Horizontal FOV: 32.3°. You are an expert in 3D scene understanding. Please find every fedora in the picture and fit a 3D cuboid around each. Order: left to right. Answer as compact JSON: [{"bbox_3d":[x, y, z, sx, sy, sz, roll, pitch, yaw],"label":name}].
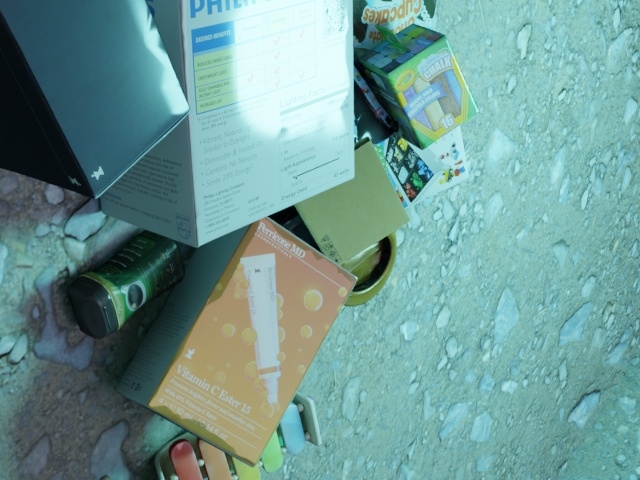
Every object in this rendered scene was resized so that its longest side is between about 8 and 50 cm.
[{"bbox_3d":[0.064,0.032,2.131,0.194,0.079,0.194,-23,124,-39],"label":"fedora"}]

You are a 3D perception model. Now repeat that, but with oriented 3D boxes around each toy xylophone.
[{"bbox_3d":[-0.158,0.346,1.917,0.323,0.081,0.236,-33,129,-17],"label":"toy xylophone"}]

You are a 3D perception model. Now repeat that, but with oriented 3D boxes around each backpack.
[{"bbox_3d":[0.030,-0.229,1.944,0.158,0.117,0.173,-35,101,-42],"label":"backpack"}]

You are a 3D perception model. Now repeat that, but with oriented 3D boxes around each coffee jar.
[{"bbox_3d":[-0.295,0.065,1.670,0.184,0.079,0.096,-40,135,-38],"label":"coffee jar"}]

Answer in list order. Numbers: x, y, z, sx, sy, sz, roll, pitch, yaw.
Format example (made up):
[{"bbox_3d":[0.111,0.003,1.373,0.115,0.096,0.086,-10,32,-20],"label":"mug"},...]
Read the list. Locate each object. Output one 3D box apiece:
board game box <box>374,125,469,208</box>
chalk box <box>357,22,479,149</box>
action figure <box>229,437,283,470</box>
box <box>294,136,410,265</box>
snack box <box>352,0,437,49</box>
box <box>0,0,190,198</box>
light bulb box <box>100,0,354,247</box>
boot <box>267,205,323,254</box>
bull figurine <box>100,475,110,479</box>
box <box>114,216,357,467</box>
[{"bbox_3d":[0.174,-0.210,2.132,0.193,0.053,0.305,-26,129,-12],"label":"board game box"},{"bbox_3d":[0.163,-0.294,1.955,0.132,0.132,0.213,-33,121,-8],"label":"chalk box"},{"bbox_3d":[-0.111,0.297,2.025,0.137,0.063,0.232,-15,120,-47],"label":"action figure"},{"bbox_3d":[0.049,-0.061,1.878,0.164,0.021,0.201,-32,130,-2],"label":"box"},{"bbox_3d":[0.103,-0.438,1.999,0.322,0.060,0.187,-6,111,-52],"label":"snack box"},{"bbox_3d":[-0.361,-0.255,1.249,0.179,0.313,0.343,-48,138,-30],"label":"box"},{"bbox_3d":[-0.140,-0.231,1.625,0.358,0.225,0.361,-26,123,-44],"label":"light bulb box"},{"bbox_3d":[0.000,0.000,1.975,0.247,0.094,0.207,-30,132,-7],"label":"boot"},{"bbox_3d":[-0.306,0.484,1.738,0.310,0.188,0.101,-50,139,-28],"label":"bull figurine"},{"bbox_3d":[-0.134,0.150,1.770,0.215,0.168,0.345,34,77,-24],"label":"box"}]
